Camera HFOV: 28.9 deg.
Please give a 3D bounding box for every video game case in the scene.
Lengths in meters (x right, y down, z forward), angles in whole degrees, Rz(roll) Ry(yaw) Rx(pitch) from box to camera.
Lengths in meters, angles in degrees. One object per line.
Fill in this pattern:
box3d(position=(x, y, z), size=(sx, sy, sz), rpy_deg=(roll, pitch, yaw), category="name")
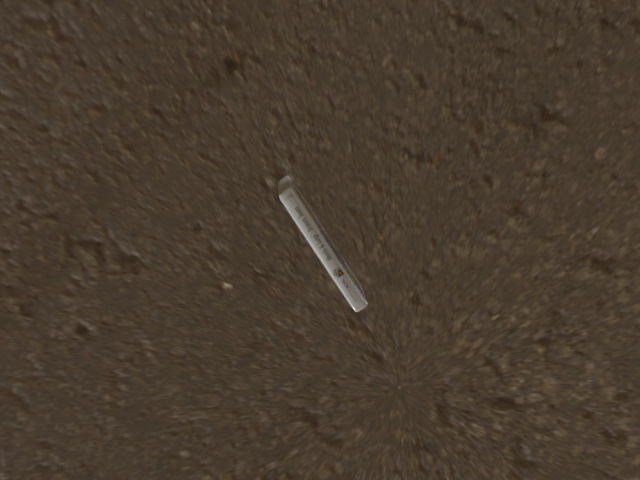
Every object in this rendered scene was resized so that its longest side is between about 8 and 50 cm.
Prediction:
box3d(position=(0.000, 0.000, 1.310), size=(0.019, 0.157, 0.143), rpy_deg=(-33, 98, 2), category="video game case")
